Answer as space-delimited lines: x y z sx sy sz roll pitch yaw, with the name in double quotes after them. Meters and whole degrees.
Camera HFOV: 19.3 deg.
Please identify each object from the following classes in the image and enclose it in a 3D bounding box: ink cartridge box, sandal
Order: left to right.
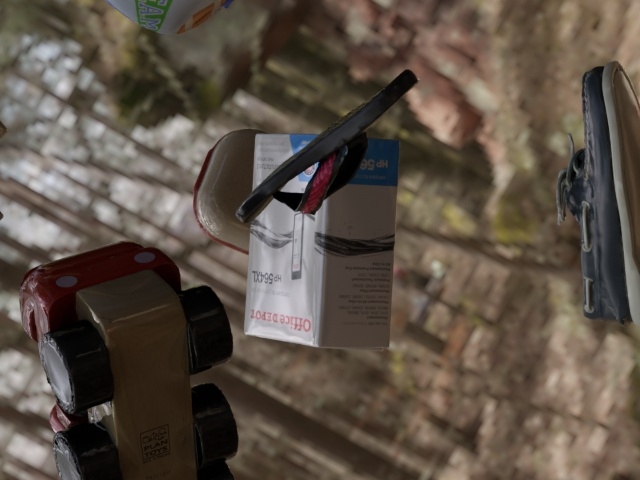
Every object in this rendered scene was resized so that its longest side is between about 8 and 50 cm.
0.000 0.000 1.827 0.148 0.086 0.203 5 91 58 "ink cartridge box"
0.007 -0.050 1.260 0.179 0.040 0.067 -35 7 38 "sandal"

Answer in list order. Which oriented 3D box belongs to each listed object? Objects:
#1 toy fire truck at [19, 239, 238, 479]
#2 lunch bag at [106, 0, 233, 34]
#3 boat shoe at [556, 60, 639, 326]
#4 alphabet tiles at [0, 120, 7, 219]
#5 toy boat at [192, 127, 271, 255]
-0.148 0.086 1.356 0.246 0.158 0.217 40 140 49 "toy fire truck"
-0.104 -0.273 1.296 0.115 0.243 0.303 -45 6 31 "lunch bag"
0.251 -0.038 1.664 0.095 0.079 0.254 -54 -42 -47 "boat shoe"
-0.473 -0.093 1.794 0.285 0.342 0.011 -42 -2 6 "alphabet tiles"
-0.048 -0.035 2.347 0.151 0.231 0.151 137 156 -74 "toy boat"
